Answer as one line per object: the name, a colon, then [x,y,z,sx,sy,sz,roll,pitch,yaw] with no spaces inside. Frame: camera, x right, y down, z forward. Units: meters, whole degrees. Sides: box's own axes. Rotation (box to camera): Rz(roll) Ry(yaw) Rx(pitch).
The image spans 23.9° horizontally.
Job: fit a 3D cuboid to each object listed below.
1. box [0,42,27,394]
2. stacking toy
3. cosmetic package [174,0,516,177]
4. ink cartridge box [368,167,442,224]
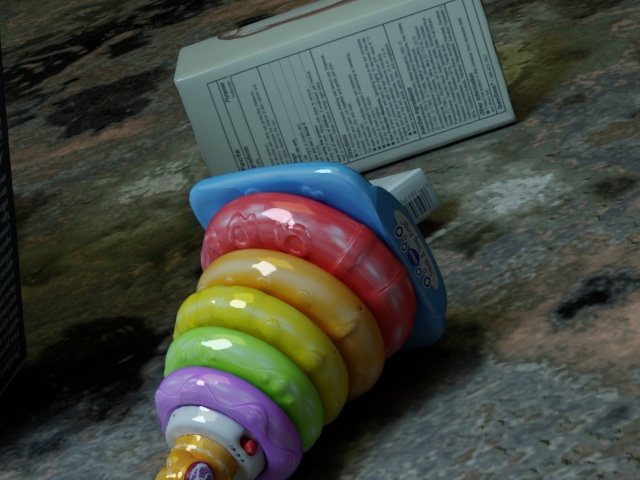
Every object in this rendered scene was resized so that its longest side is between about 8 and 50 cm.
box: [-0.411,-0.036,1.165,0.293,0.396,0.212,8,29,11]
stacking toy: [-0.051,0.099,1.006,0.165,0.175,0.302,-5,39,37]
cosmetic package: [0.023,-0.153,1.467,0.296,0.153,0.129,-17,22,4]
ink cartridge box: [0.000,0.000,1.313,0.145,0.045,0.179,-34,9,-29]
